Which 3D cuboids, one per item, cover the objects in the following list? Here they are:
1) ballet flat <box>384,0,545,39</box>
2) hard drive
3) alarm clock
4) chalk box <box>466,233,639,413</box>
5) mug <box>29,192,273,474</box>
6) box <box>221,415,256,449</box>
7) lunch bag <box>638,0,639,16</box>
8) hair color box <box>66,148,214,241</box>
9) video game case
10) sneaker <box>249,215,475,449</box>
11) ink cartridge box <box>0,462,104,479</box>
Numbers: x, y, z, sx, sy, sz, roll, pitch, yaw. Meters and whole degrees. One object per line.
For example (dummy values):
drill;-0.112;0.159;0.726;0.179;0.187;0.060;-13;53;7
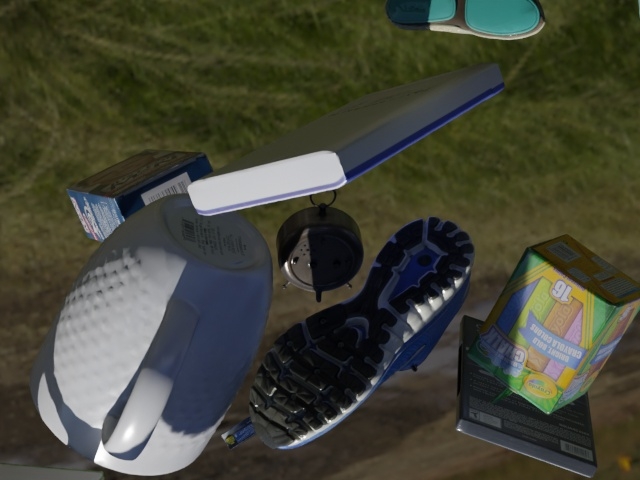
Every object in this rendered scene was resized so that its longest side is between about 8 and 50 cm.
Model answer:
ballet flat;0.147;-0.231;1.255;0.168;0.057;0.052;11;-170;23
hard drive;0.034;-0.114;1.372;0.210;0.040;0.319;-10;-165;41
alarm clock;0.000;0.000;1.878;0.129;0.064;0.192;-1;122;-5
chalk box;0.281;0.121;1.551;0.132;0.132;0.213;-14;135;-57
mug;-0.216;0.136;1.692;0.276;0.374;0.328;25;119;-11
box;-0.067;0.247;1.800;0.094;0.027;0.137;-37;172;33
lunch bag;0.566;-0.386;1.681;0.262;0.160;0.223;-17;180;-1
hair color box;-0.305;-0.074;2.159;0.174;0.105;0.347;-28;-165;-20
video game case;0.288;0.213;1.786;0.196;0.274;0.026;20;117;-3
sneaker;0.062;0.128;1.461;0.330;0.130;0.147;-41;148;-9
ink cartridge box;-0.411;0.373;1.756;0.171;0.056;0.235;5;-171;3
